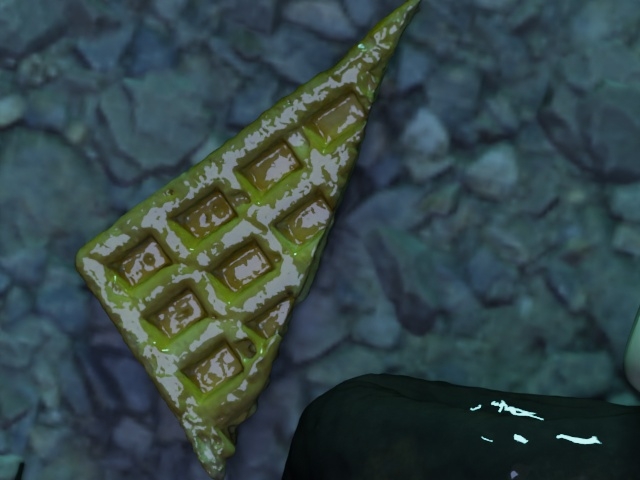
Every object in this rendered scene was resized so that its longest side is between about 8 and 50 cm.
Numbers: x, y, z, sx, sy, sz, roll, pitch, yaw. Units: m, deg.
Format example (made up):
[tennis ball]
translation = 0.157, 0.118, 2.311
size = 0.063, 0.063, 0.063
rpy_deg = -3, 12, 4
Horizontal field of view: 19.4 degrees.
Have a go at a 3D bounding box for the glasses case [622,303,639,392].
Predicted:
[glasses case]
translation = 0.179, 0.022, 0.603
size = 0.144, 0.336, 0.076
rpy_deg = 23, 97, 9

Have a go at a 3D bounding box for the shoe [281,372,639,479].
[shoe]
translation = 0.156, 0.172, 0.699
size = 0.384, 0.171, 0.237
rpy_deg = 15, 100, 18

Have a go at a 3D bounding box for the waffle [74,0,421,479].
[waffle]
translation = 0.000, 0.000, 0.792
size = 0.191, 0.032, 0.125
rpy_deg = -34, 84, 12
